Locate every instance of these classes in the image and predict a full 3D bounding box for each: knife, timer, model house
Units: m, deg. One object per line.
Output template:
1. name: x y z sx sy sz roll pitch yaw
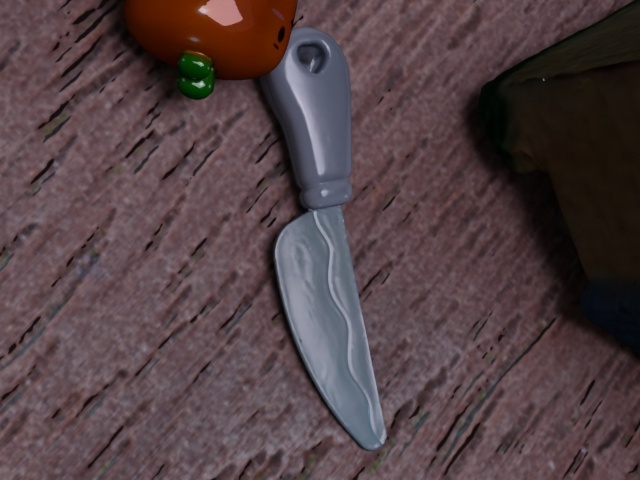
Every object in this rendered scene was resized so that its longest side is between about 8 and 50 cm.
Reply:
1. knife: -0.002 0.000 1.334 0.080 0.044 0.331 -4 85 -30
2. timer: -0.083 -0.165 1.285 0.136 0.099 0.136 4 70 -12
3. model house: 0.400 -0.053 1.418 0.382 0.334 0.343 -32 105 -34
